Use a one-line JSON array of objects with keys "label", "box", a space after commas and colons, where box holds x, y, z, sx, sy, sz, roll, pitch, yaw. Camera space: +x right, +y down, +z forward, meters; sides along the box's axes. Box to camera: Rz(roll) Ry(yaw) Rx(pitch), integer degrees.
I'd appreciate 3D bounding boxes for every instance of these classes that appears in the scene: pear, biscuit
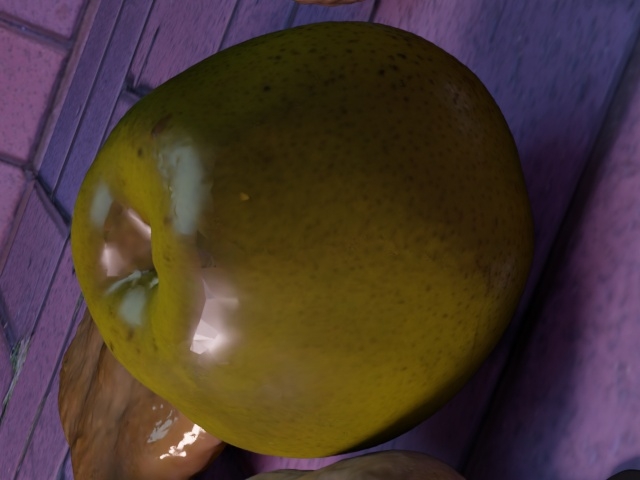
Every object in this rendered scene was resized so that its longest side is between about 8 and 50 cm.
[{"label": "pear", "box": [0.000, 0.000, 0.918, 0.294, 0.294, 0.294, -51, 28, 42]}, {"label": "biscuit", "box": [-0.138, 0.059, 1.403, 0.429, 0.104, 0.446, -54, 23, 15]}]

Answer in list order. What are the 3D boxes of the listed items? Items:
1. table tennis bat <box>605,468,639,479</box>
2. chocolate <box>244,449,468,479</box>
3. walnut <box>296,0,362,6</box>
[{"label": "table tennis bat", "box": [0.145, 0.159, 0.771, 0.087, 0.013, 0.156, -64, 16, -9]}, {"label": "chocolate", "box": [0.009, 0.205, 0.936, 0.309, 0.134, 0.134, -29, 46, 56]}, {"label": "walnut", "box": [-0.004, -0.343, 1.299, 0.273, 0.227, 0.273, -43, 36, 42]}]
